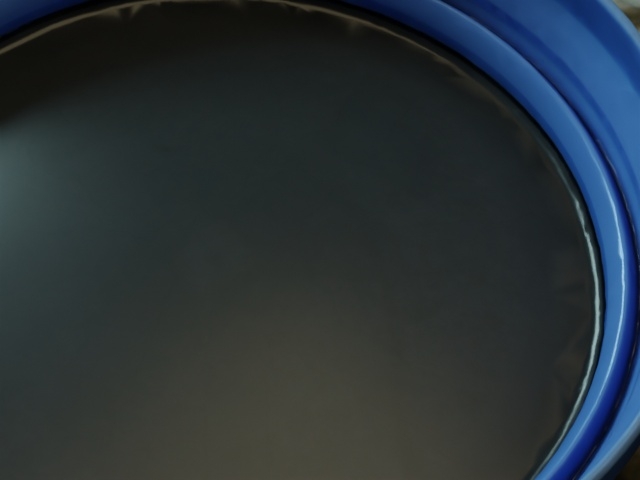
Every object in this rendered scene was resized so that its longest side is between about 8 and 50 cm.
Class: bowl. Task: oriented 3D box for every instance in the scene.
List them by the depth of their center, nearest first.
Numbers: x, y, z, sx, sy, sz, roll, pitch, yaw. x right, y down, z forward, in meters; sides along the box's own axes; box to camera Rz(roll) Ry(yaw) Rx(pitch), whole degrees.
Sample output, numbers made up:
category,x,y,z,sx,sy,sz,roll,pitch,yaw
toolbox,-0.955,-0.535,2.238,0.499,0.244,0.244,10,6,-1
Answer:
category,x,y,z,sx,sy,sz,roll,pitch,yaw
bowl,-0.042,-0.006,0.787,0.391,0.077,0.391,1,54,-1
